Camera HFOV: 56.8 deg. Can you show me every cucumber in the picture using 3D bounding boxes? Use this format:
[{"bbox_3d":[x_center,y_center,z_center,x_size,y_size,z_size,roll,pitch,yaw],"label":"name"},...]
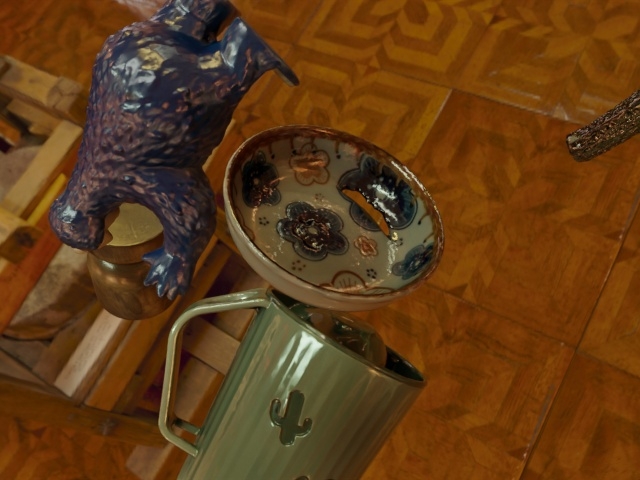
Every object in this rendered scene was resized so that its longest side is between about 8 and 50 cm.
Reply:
[{"bbox_3d":[0.435,-0.175,0.834,0.187,0.058,0.058,-41,51,46],"label":"cucumber"}]

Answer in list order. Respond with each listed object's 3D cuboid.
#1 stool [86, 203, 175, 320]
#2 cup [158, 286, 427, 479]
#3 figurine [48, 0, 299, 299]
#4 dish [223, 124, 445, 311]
[{"bbox_3d":[-0.371,0.018,1.165,0.179,0.264,0.179,5,52,-7],"label":"stool"},{"bbox_3d":[-0.074,0.283,1.031,0.401,0.310,0.392,31,91,23],"label":"cup"},{"bbox_3d":[-0.142,-0.087,0.476,0.164,0.121,0.262,37,102,29],"label":"figurine"},{"bbox_3d":[0.000,0.000,0.382,0.141,0.078,0.141,12,48,-13],"label":"dish"}]
